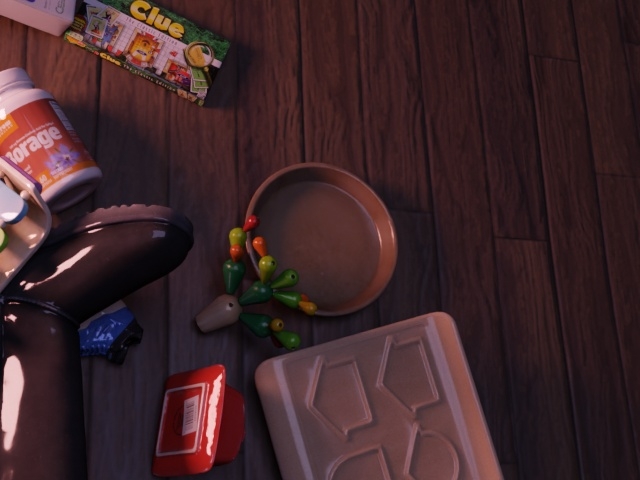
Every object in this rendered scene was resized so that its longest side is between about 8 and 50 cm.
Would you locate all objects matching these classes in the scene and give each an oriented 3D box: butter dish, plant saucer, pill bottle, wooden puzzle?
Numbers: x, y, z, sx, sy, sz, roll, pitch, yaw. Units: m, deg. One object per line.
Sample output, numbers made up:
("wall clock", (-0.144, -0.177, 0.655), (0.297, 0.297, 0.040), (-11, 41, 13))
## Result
("butter dish", (-0.166, 0.282, 1.542), (0.118, 0.159, 0.160), (24, 62, -36))
("plant saucer", (0.000, 0.000, 1.749), (0.277, 0.041, 0.278), (7, 68, -18))
("pill bottle", (-0.446, -0.157, 1.598), (0.121, 0.121, 0.216), (-31, 83, -27))
("wooden puzzle", (0.092, 0.309, 1.640), (0.347, 0.080, 0.322), (-14, 82, -19))

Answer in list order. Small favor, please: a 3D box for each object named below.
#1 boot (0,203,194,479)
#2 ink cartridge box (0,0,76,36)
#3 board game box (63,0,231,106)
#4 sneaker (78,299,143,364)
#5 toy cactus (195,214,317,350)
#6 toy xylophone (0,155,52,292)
("boot", (-0.341, 0.194, 1.393), (0.366, 0.146, 0.445), (-14, 57, 17))
("ink cartridge box", (-0.553, -0.466, 1.649), (0.332, 0.065, 0.166), (19, 62, -34))
("board game box", (-0.297, -0.347, 1.775), (0.259, 0.030, 0.136), (25, 62, -10))
("sneaker", (-0.339, 0.161, 1.555), (0.152, 0.058, 0.084), (-34, 76, -33))
("toy cactus", (-0.114, 0.088, 1.629), (0.180, 0.112, 0.219), (-29, 90, 11))
("toy xylophone", (-0.524, 0.024, 1.436), (0.236, 0.081, 0.323), (23, 74, 34))
